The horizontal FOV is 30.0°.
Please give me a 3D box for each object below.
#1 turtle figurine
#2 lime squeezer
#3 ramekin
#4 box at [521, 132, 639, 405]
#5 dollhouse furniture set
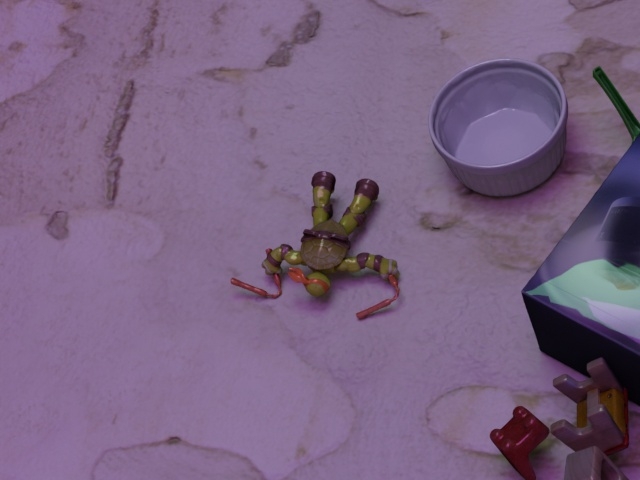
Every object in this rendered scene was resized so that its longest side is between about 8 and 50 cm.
[{"bbox_3d":[0.000,0.000,1.816,0.270,0.087,0.217,3,59,22],"label":"turtle figurine"},{"bbox_3d":[0.502,-0.126,1.706,0.059,0.110,0.310,-24,54,-22],"label":"lime squeezer"},{"bbox_3d":[0.276,-0.164,1.810,0.207,0.109,0.207,-10,56,15],"label":"ramekin"},{"bbox_3d":[0.472,0.061,1.549,0.296,0.182,0.294,29,73,33],"label":"box"},{"bbox_3d":[0.294,0.348,1.440,0.201,0.152,0.374,-30,25,31],"label":"dollhouse furniture set"}]
